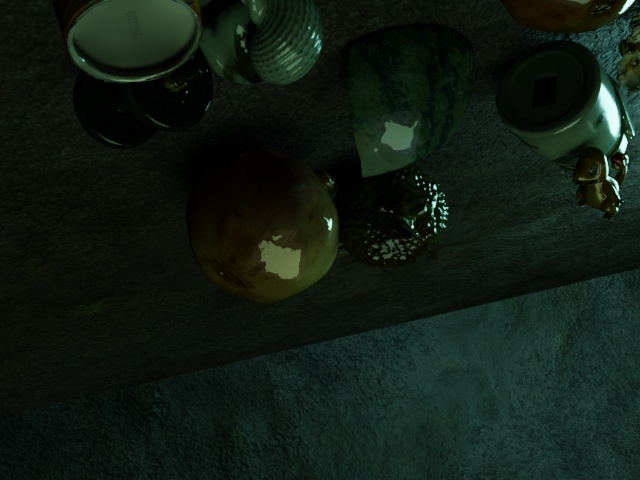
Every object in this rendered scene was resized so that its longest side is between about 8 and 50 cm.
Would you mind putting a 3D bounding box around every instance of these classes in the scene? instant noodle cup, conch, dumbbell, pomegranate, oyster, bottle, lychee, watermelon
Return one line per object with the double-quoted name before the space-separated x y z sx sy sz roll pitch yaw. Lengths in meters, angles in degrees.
"instant noodle cup" -0.240 -0.311 0.932 0.213 0.174 0.213 -14 158 -6
"conch" -0.084 -0.321 1.093 0.172 0.131 0.200 0 126 30
"dumbbell" -0.262 -0.218 1.113 0.143 0.143 0.325 3 174 -41
"pomegranate" -0.105 -0.044 1.538 0.338 0.338 0.338 -15 159 -6
"oyster" 0.771 -0.429 1.548 0.354 0.107 0.201 -15 128 11
"bottle" 0.532 -0.257 1.585 0.229 0.229 0.351 -29 149 27
"pomegranate" 0.362 -0.415 1.094 0.248 0.248 0.248 -15 159 -6
"lychee" 0.154 -0.060 1.728 0.269 0.270 0.320 -18 155 1
"watermelon" 0.151 -0.256 1.374 0.255 0.260 0.176 9 164 -19

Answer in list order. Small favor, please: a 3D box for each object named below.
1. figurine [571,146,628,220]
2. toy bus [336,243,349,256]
"figurine" 0.566 -0.134 1.514 0.122 0.121 0.176 -47 138 0
"toy bus" 0.000 0.000 1.965 0.264 0.121 0.120 -14 168 -8
